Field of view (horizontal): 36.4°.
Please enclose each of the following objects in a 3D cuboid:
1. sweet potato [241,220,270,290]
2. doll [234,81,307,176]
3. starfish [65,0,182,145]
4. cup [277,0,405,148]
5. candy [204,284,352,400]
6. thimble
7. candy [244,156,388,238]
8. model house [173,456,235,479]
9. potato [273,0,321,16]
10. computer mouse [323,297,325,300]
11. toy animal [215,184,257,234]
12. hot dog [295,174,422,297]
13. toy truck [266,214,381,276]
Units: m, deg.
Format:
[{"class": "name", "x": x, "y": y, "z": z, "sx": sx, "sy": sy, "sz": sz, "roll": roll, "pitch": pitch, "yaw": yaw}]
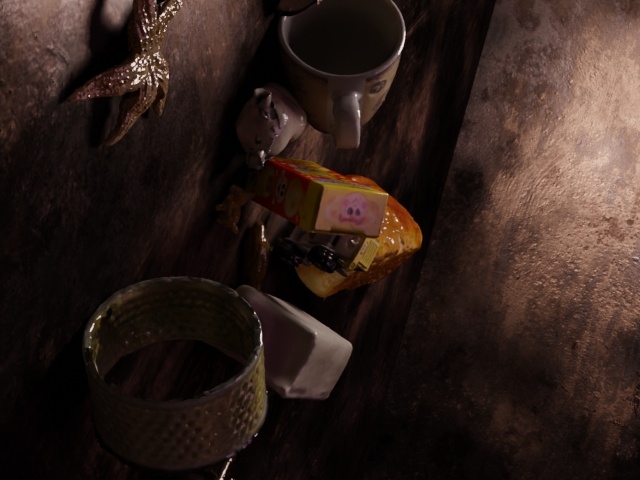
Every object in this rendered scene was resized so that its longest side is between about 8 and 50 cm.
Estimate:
[{"class": "sweet potato", "x": -0.130, "y": 0.052, "z": 1.919, "sx": 0.053, "sy": 0.054, "sz": 0.182, "roll": -32, "pitch": 139, "yaw": -53}, {"class": "doll", "x": -0.089, "y": -0.205, "z": 1.736, "sx": 0.192, "sy": 0.095, "sz": 0.149, "roll": -43, "pitch": 148, "yaw": -65}, {"class": "starfish", "x": -0.242, "y": -0.236, "z": 1.299, "sx": 0.236, "sy": 0.062, "sz": 0.277, "roll": 96, "pitch": 14, "yaw": -47}, {"class": "cup", "x": 0.043, "y": -0.285, "z": 1.812, "sx": 0.257, "sy": 0.227, "sz": 0.301, "roll": 86, "pitch": -1, "yaw": -62}, {"class": "candy", "x": -0.074, "y": 0.207, "z": 1.938, "sx": 0.145, "sy": 0.208, "sz": 0.358, "roll": -58, "pitch": 162, "yaw": -1}, {"class": "thimble", "x": -0.209, "y": 0.191, "z": 1.415, "sx": 0.271, "sy": 0.270, "sz": 0.150, "roll": -56, "pitch": 155, "yaw": -46}, {"class": "candy", "x": -0.014, "y": -0.082, "z": 1.742, "sx": 0.146, "sy": 0.276, "sz": 0.088, "roll": 7, "pitch": 102, "yaw": -30}, {"class": "model house", "x": -0.216, "y": 0.474, "z": 1.891, "sx": 0.203, "sy": 0.141, "sz": 0.164, "roll": -58, "pitch": 147, "yaw": -49}, {"class": "potato", "x": -0.003, "y": -0.517, "z": 1.689, "sx": 0.100, "sy": 0.120, "sz": 0.261, "roll": -54, "pitch": 156, "yaw": -64}, {"class": "computer mouse", "x": 0.015, "y": 0.059, "z": 2.381, "sx": 0.089, "sy": 0.056, "sz": 0.182, "roll": 4, "pitch": 100, "yaw": -52}, {"class": "toy animal", "x": -0.149, "y": -0.059, "z": 1.744, "sx": 0.081, "sy": 0.060, "sz": 0.083, "roll": 62, "pitch": 27, "yaw": -5}, {"class": "hot dog", "x": 0.065, "y": -0.019, "z": 2.190, "sx": 0.185, "sy": 0.223, "sz": 0.405, "roll": -38, "pitch": 169, "yaw": 23}, {"class": "toy truck", "x": 0.000, "y": 0.000, "z": 1.893, "sx": 0.111, "sy": 0.285, "sz": 0.136, "roll": 39, "pitch": 75, "yaw": -33}]
